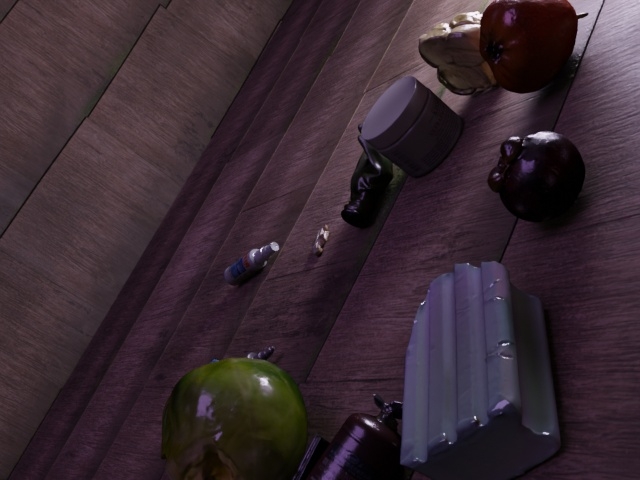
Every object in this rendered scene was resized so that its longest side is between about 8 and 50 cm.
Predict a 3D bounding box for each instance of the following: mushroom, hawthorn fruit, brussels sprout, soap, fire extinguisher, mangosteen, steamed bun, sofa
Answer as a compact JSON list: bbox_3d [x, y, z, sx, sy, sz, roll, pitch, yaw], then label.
[{"bbox_3d":[0.000,0.000,2.223,0.049,0.019,0.101,-37,27,38],"label":"mushroom"},{"bbox_3d":[0.422,-0.400,1.738,0.225,0.196,0.196,-27,16,-13],"label":"hawthorn fruit"},{"bbox_3d":[-0.169,0.368,1.657,0.344,0.268,0.344,-46,27,33],"label":"brussels sprout"},{"bbox_3d":[0.223,0.182,1.304,0.208,0.115,0.347,-40,24,31],"label":"soap"},{"bbox_3d":[0.048,0.381,1.396,0.337,0.135,0.114,-57,-21,-4],"label":"fire extinguisher"},{"bbox_3d":[0.345,-0.107,1.452,0.152,0.152,0.152,-45,22,24],"label":"mangosteen"},{"bbox_3d":[0.322,-0.413,1.946,0.192,0.177,0.106,-7,47,57],"label":"steamed bun"},{"bbox_3d":[-0.018,0.409,1.521,0.060,0.085,0.147,-6,51,60],"label":"sofa"}]

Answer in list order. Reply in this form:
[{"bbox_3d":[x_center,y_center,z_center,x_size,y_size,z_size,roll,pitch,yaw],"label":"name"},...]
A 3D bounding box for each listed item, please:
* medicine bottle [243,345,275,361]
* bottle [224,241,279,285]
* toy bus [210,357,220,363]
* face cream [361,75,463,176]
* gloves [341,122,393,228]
[{"bbox_3d":[-0.167,0.298,2.065,0.199,0.057,0.058,-42,24,29],"label":"medicine bottle"},{"bbox_3d":[-0.186,0.061,2.486,0.217,0.060,0.060,-32,29,43],"label":"bottle"},{"bbox_3d":[-0.255,0.350,2.172,0.075,0.060,0.123,-3,56,59],"label":"toy bus"},{"bbox_3d":[0.202,-0.250,1.987,0.177,0.153,0.177,-44,25,26],"label":"face cream"},{"bbox_3d":[0.116,-0.158,2.101,0.135,0.107,0.268,152,131,-65],"label":"gloves"}]
